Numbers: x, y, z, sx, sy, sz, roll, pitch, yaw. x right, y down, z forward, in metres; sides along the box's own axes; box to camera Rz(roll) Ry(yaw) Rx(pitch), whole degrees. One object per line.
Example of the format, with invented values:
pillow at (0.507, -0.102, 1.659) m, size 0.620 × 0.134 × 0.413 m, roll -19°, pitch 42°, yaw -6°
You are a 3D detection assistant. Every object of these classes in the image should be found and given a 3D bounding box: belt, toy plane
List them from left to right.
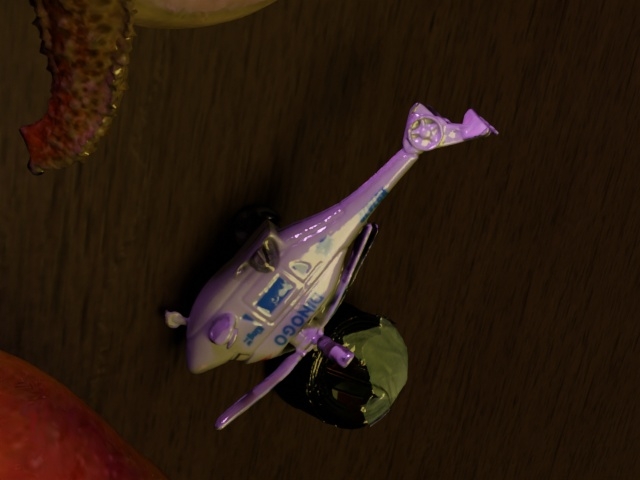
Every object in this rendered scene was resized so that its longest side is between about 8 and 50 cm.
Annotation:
toy plane at (0.002, 0.003, 0.716) m, size 0.107 × 0.182 × 0.273 m, roll 38°, pitch 118°, yaw -17°
belt at (0.017, 0.106, 0.869) m, size 0.140 × 0.058 × 0.105 m, roll 33°, pitch 82°, yaw -46°

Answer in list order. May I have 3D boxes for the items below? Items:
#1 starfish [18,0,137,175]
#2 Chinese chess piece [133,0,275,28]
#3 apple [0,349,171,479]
starfish at (-0.160, -0.182, 0.376) m, size 0.113 × 0.303 × 0.312 m, roll -34°, pitch 92°, yaw -38°
Chinese chess piece at (-0.079, -0.242, 0.532) m, size 0.257 × 0.104 × 0.257 m, roll -23°, pitch 126°, yaw -35°
apple at (-0.203, 0.218, 0.498) m, size 0.339 × 0.339 × 0.339 m, roll -24°, pitch 128°, yaw -35°
